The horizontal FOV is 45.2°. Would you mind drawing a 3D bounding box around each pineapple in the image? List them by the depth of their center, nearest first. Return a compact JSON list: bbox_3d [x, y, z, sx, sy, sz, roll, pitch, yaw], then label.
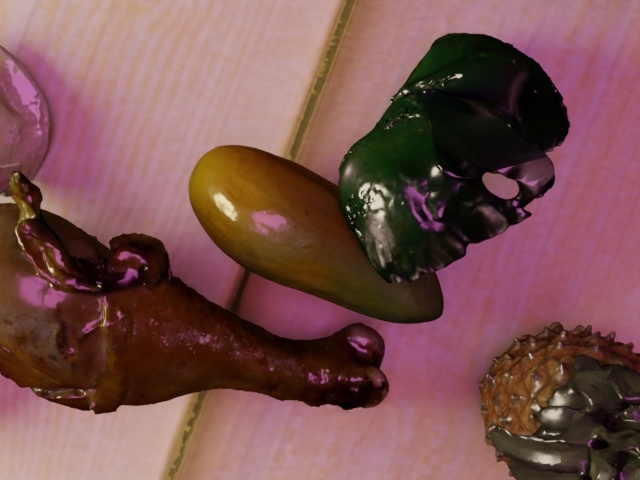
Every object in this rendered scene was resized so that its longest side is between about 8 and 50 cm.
[{"bbox_3d":[0.206,0.145,0.556,0.166,0.364,0.165,0,88,4],"label":"pineapple"}]

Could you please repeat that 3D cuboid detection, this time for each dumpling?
[{"bbox_3d":[-0.325,-0.126,0.672,0.170,0.100,0.134,21,79,-3],"label":"dumpling"}]

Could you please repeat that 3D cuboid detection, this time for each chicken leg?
[{"bbox_3d":[-0.137,0.091,0.651,0.361,0.212,0.140,30,55,-27],"label":"chicken leg"}]

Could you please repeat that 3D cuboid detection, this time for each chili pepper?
[{"bbox_3d":[0.115,-0.085,0.620,0.148,0.116,0.264,40,58,3],"label":"chili pepper"}]

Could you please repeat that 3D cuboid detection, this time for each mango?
[{"bbox_3d":[-0.002,-0.004,0.663,0.238,0.137,0.091,28,110,-22],"label":"mango"}]

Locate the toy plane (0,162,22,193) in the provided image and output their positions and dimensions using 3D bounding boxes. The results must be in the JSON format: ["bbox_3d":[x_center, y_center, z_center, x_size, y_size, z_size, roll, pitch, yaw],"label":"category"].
[{"bbox_3d":[-0.341,0.044,0.653,0.242,0.104,0.256,7,119,-41],"label":"toy plane"}]
